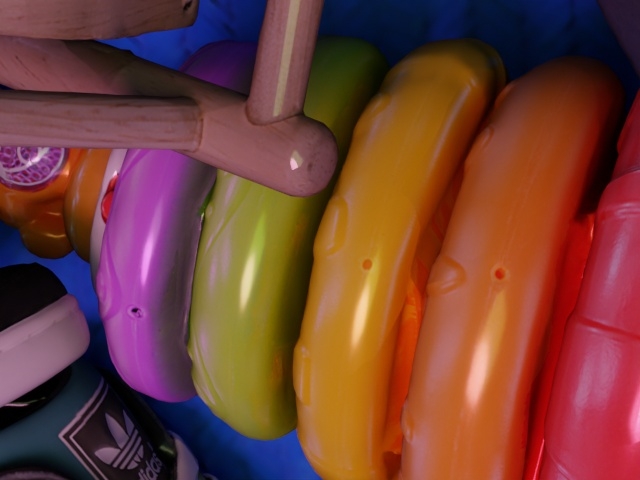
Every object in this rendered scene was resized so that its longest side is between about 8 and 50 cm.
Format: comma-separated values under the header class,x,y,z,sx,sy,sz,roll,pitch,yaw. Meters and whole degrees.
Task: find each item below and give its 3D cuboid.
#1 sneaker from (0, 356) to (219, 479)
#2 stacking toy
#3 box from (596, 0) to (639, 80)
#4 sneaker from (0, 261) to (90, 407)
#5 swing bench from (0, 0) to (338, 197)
class,x,y,z,sx,sy,sz,roll,pitch,yaw
sneaker,-0.062,0.108,0.534,0.302,0.108,0.121,21,109,-1
stacking toy,0.000,0.000,0.499,0.302,0.166,0.175,15,96,14
box,0.240,-0.059,0.312,0.293,0.212,0.395,-32,100,-15
sneaker,-0.178,0.013,0.456,0.217,0.079,0.121,-19,94,3
swing bench,-0.108,-0.166,0.419,0.165,0.255,0.253,-1,110,-37
